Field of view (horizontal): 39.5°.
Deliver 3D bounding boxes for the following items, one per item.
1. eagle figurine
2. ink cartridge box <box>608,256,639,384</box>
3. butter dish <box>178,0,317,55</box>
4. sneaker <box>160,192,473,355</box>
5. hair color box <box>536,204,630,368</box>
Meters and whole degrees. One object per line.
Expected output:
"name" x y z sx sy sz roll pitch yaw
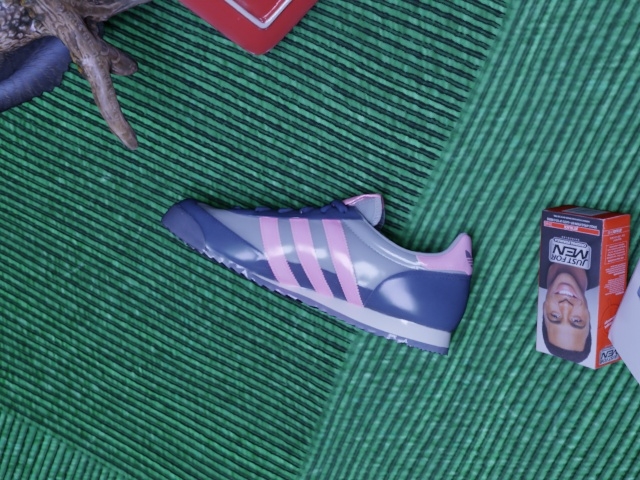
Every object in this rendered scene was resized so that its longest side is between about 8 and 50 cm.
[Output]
"eagle figurine" -0.312 -0.215 0.848 0.298 0.225 0.226 15 102 43
"ink cartridge box" 0.357 0.027 0.742 0.154 0.093 0.212 6 122 -11
"butter dish" -0.070 -0.288 0.843 0.160 0.118 0.160 -45 131 17
"sneaker" 0.000 0.000 0.898 0.319 0.112 0.131 22 90 8
"hair color box" 0.245 0.042 0.837 0.072 0.043 0.141 14 110 52
